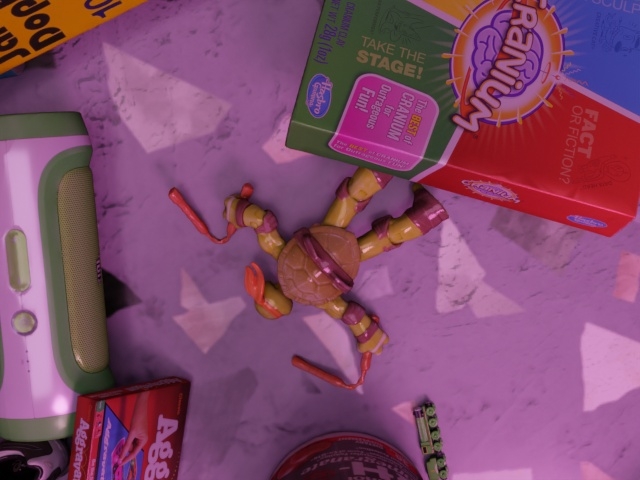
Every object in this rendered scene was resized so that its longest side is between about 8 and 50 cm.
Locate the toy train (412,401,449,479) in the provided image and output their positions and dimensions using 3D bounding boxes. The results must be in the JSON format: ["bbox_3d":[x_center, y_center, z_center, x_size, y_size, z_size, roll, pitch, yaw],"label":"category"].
[{"bbox_3d":[0.112,0.204,1.083,0.023,0.017,0.083,-12,96,11],"label":"toy train"}]

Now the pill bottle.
[{"bbox_3d":[0.029,0.292,0.939,0.176,0.318,0.176,0,95,-2],"label":"pill bottle"}]

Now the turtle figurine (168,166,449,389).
[{"bbox_3d":[0.000,0.000,1.027,0.217,0.087,0.269,-43,94,3],"label":"turtle figurine"}]

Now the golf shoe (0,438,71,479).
[{"bbox_3d":[-0.343,0.241,1.045,0.198,0.094,0.077,-27,96,4],"label":"golf shoe"}]

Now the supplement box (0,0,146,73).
[{"bbox_3d":[-0.305,-0.278,0.918,0.356,0.194,0.195,-26,71,2],"label":"supplement box"}]

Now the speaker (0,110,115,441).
[{"bbox_3d":[-0.266,0.031,1.007,0.131,0.131,0.297,-4,96,0],"label":"speaker"}]

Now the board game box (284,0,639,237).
[{"bbox_3d":[0.150,-0.162,0.985,0.316,0.064,0.242,15,74,-2],"label":"board game box"}]

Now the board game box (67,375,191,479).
[{"bbox_3d":[-0.194,0.278,1.027,0.027,0.145,0.281,11,96,27],"label":"board game box"}]

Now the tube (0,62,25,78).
[{"bbox_3d":[-0.393,-0.173,1.030,0.207,0.052,0.080,-6,86,5],"label":"tube"}]
